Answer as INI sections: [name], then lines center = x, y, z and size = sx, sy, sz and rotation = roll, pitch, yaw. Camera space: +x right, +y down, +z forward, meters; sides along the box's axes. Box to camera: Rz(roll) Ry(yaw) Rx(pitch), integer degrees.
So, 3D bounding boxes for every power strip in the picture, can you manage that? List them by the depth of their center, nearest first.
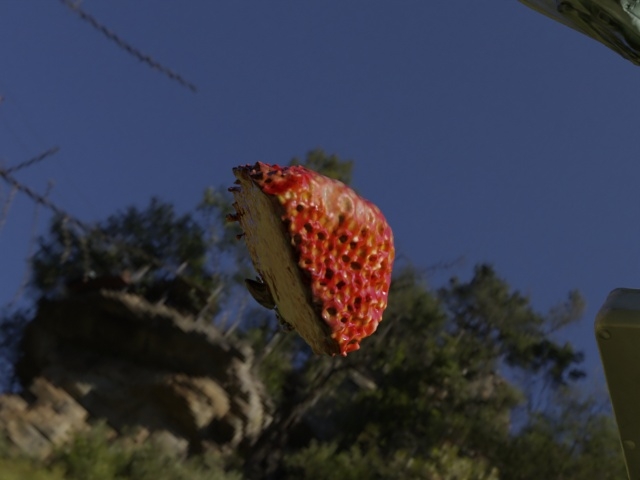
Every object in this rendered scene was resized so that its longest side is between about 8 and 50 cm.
[power strip]
center = 0.287, 0.150, 1.016
size = 0.118, 0.046, 0.270
rotation = 1, -57, 33

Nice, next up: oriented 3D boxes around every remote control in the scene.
[remote control]
center = 0.173, -0.189, 0.969
size = 0.104, 0.247, 0.052
rotation = 32, -83, -34

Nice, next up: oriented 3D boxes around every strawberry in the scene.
[strawberry]
center = 0.004, 0.006, 1.130
size = 0.175, 0.107, 0.236
rotation = 57, -15, 4
